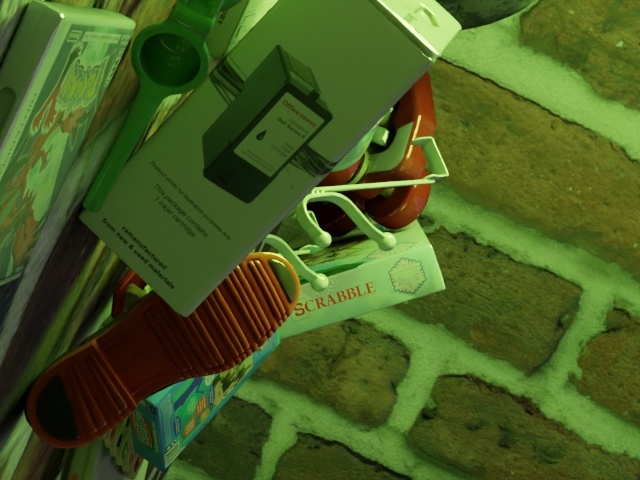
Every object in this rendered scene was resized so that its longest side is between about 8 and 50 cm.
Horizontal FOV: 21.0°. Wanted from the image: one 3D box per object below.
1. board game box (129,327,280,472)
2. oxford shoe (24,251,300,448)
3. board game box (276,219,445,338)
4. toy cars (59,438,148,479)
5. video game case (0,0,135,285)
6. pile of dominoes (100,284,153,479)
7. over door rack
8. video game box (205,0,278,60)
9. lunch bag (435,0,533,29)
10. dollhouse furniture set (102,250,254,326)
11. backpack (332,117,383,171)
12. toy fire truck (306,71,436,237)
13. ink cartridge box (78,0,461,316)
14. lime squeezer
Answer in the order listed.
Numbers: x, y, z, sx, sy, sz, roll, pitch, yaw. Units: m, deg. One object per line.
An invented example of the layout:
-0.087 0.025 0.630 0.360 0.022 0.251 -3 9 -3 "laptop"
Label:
-0.124 0.132 1.874 0.210 0.047 0.160 -46 159 -27 "board game box"
-0.146 0.087 1.538 0.271 0.097 0.098 -27 -171 -15 "oxford shoe"
-0.005 0.056 2.321 0.319 0.318 0.066 -103 176 -81 "board game box"
-0.233 0.217 2.068 0.394 0.087 0.176 -54 150 -62 "toy cars"
-0.171 -0.050 1.000 0.183 0.023 0.201 -64 179 8 "video game case"
-0.186 0.153 1.910 0.251 0.040 0.196 77 25 -65 "pile of dominoes"
0.000 0.000 2.052 0.239 0.108 0.324 -30 178 34 "over door rack"
-0.045 -0.252 1.455 0.187 0.048 0.205 -61 179 13 "video game box"
0.178 -0.375 2.087 0.305 0.256 0.212 103 -18 -78 "lunch bag"
-0.124 -0.027 1.711 0.259 0.135 0.262 -51 172 -26 "dollhouse furniture set"
0.002 -0.181 1.946 0.144 0.166 0.188 106 7 -73 "backpack"
0.040 -0.155 2.363 0.302 0.169 0.254 -7 -118 49 "toy fire truck"
-0.035 -0.100 1.391 0.289 0.121 0.211 -45 -176 16 "ink cartridge box"
-0.103 -0.160 1.243 0.110 0.059 0.310 26 -89 62 "lime squeezer"
